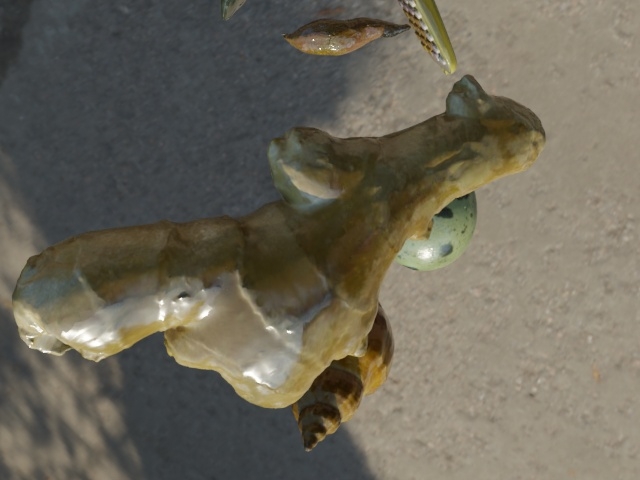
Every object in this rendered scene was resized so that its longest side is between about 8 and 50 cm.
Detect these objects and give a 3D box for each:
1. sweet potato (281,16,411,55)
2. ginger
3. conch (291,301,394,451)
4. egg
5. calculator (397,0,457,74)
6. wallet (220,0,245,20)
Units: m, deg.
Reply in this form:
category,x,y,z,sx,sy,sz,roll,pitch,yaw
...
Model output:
category,x,y,z,sx,sy,sz,roll,pitch,yaw
sweet potato,0.045,-0.351,1.709,0.226,0.068,0.068,-5,119,0
ginger,0.000,0.000,0.567,0.148,0.333,0.081,61,165,-10
conch,0.019,0.069,0.896,0.109,0.330,0.093,-13,117,19
egg,0.186,-0.060,1.726,0.177,0.177,0.228,12,84,23
calculator,0.136,-0.340,1.420,0.033,0.157,0.237,-30,116,1
wallet,-0.001,-0.238,0.529,0.052,0.245,0.169,23,136,2
